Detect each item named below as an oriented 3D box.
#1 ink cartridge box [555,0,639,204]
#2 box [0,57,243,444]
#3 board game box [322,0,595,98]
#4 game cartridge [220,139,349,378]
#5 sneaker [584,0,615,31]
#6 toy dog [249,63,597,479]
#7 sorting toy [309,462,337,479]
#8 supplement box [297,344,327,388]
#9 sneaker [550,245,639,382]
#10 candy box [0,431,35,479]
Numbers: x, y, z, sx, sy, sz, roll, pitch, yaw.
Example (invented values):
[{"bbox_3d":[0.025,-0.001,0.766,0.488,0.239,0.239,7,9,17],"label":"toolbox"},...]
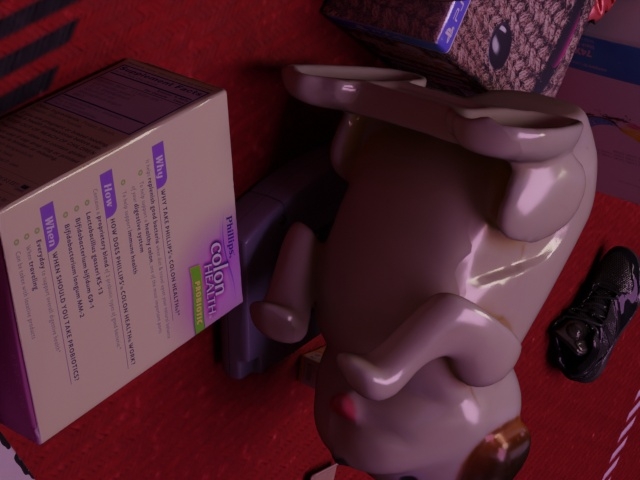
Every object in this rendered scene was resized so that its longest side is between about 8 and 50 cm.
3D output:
[{"bbox_3d":[0.444,-0.212,1.788,0.198,0.197,0.270,-46,141,-32],"label":"ink cartridge box"},{"bbox_3d":[-0.190,0.001,1.071,0.243,0.117,0.214,-35,134,-40],"label":"box"},{"bbox_3d":[0.168,-0.277,1.405,0.291,0.141,0.232,25,87,-57],"label":"board game box"},{"bbox_3d":[0.000,0.000,1.405,0.297,0.062,0.198,-31,127,-44],"label":"game cartridge"},{"bbox_3d":[0.368,-0.377,1.676,0.276,0.097,0.135,-39,140,-35],"label":"sneaker"},{"bbox_3d":[0.106,0.050,1.301,0.395,0.284,0.408,-10,115,-56],"label":"toy dog"},{"bbox_3d":[-0.010,0.304,1.598,0.083,0.012,0.062,-13,124,-56],"label":"sorting toy"},{"bbox_3d":[0.032,0.154,1.493,0.062,0.098,0.036,-18,122,-51],"label":"supplement box"},{"bbox_3d":[0.431,0.114,2.058,0.130,0.087,0.228,17,99,-63],"label":"sneaker"},{"bbox_3d":[-0.333,0.168,1.001,0.159,0.071,0.233,-50,142,-27],"label":"candy box"}]
